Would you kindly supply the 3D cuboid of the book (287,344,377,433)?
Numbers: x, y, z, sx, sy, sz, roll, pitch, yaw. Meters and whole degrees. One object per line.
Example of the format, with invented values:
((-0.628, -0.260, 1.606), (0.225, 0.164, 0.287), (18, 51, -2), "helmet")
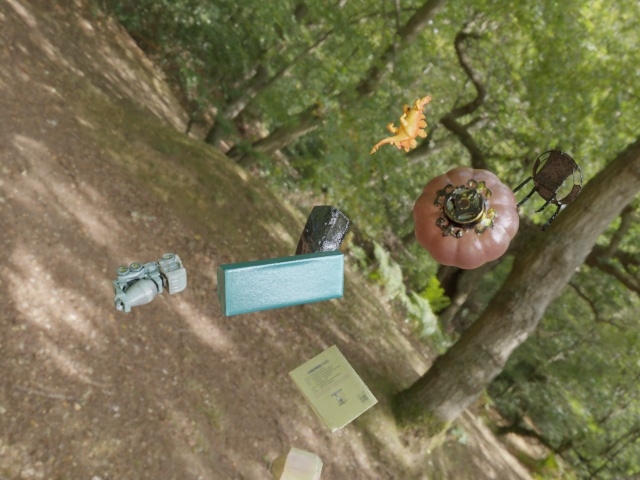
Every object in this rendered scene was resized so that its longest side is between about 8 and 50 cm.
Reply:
((0.034, 0.382, 1.706), (0.192, 0.168, 0.013), (52, -38, 18), "book")

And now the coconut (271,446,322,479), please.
((-0.079, 0.720, 2.035), (0.152, 0.147, 0.147), (13, -2, 10), "coconut")

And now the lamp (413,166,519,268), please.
((0.416, -0.072, 1.889), (0.305, 0.305, 0.239), (46, -1, 19), "lamp")

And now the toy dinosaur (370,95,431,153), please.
((0.269, -0.338, 2.034), (0.117, 0.288, 0.070), (47, -21, -22), "toy dinosaur")

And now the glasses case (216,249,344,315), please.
((-0.091, 0.095, 1.548), (0.300, 0.117, 0.070), (-7, 17, -27), "glasses case")

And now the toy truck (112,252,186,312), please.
((-0.564, 0.145, 2.160), (0.140, 0.256, 0.108), (46, -38, 40), "toy truck")

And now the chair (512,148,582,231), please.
((0.700, -0.163, 2.033), (0.174, 0.213, 0.149), (45, 6, 33), "chair")

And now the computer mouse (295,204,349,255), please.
((0.000, 0.000, 1.896), (0.122, 0.217, 0.073), (25, -13, -6), "computer mouse")
